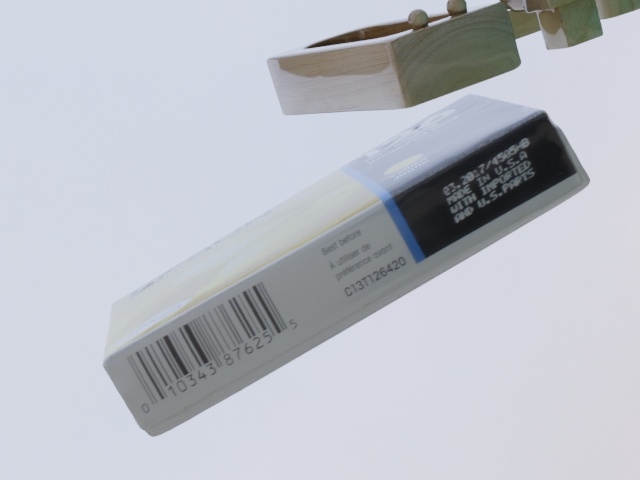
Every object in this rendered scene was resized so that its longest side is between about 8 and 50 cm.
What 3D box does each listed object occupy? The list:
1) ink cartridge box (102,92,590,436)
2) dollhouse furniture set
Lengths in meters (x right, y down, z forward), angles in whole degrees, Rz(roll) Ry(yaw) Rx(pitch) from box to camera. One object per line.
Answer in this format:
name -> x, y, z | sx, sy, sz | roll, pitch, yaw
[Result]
ink cartridge box -> 0.000, 0.000, 1.082 | 0.303, 0.307, 0.072 | -31, -79, -2
dollhouse furniture set -> 0.049, -0.132, 0.636 | 0.151, 0.144, 0.123 | -21, -79, -21
